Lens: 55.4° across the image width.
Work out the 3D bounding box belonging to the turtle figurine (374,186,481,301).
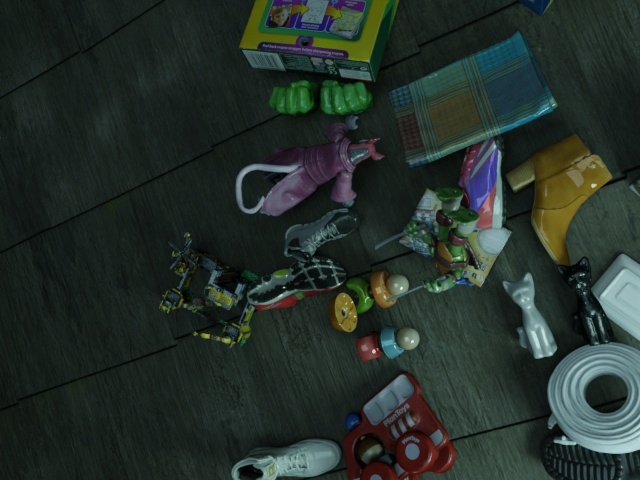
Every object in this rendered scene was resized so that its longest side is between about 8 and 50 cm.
[{"bbox_3d":[0.257,0.018,1.454,0.275,0.197,0.266,17,129,10],"label":"turtle figurine"}]

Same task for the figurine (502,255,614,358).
[{"bbox_3d":[0.559,0.157,1.453,0.215,0.092,0.209,-18,105,19],"label":"figurine"}]

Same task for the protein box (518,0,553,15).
[{"bbox_3d":[0.486,-0.672,1.438,0.201,0.200,0.136,41,103,14],"label":"protein box"}]

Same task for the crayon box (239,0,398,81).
[{"bbox_3d":[0.006,-0.598,1.611,0.363,0.106,0.313,12,75,18],"label":"crayon box"}]

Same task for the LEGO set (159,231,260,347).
[{"bbox_3d":[-0.328,0.156,1.734,0.331,0.192,0.255,35,101,15],"label":"LEGO set"}]

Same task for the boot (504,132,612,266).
[{"bbox_3d":[0.600,-0.094,1.460,0.211,0.104,0.295,-28,78,17],"label":"boot"}]

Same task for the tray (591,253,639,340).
[{"bbox_3d":[0.775,0.166,1.422,0.270,0.030,0.145,40,103,23],"label":"tray"}]

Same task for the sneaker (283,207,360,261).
[{"bbox_3d":[0.000,0.000,1.645,0.229,0.132,0.086,-20,121,25],"label":"sneaker"}]

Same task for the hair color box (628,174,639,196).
[{"bbox_3d":[0.864,-0.052,1.324,0.105,0.174,0.347,-43,77,1],"label":"hair color box"}]

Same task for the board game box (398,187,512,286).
[{"bbox_3d":[0.347,-0.010,1.580,0.243,0.042,0.165,30,100,16],"label":"board game box"}]

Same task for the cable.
[{"bbox_3d":[0.655,0.355,1.398,0.257,0.089,0.257,0,60,40],"label":"cable"}]

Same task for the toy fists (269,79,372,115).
[{"bbox_3d":[0.001,-0.382,1.631,0.279,0.142,0.096,4,107,18],"label":"toy fists"}]

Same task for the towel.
[{"bbox_3d":[0.362,-0.349,1.509,0.370,0.040,0.271,-21,54,18],"label":"towel"}]

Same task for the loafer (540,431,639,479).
[{"bbox_3d":[0.706,0.518,1.420,0.366,0.130,0.133,-9,71,36],"label":"loafer"}]

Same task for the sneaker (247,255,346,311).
[{"bbox_3d":[-0.066,0.126,1.690,0.279,0.118,0.107,-14,61,-5],"label":"sneaker"}]

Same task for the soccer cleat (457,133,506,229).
[{"bbox_3d":[0.395,-0.184,1.510,0.117,0.108,0.318,-2,83,13],"label":"soccer cleat"}]

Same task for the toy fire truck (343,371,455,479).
[{"bbox_3d":[0.185,0.529,1.599,0.302,0.169,0.254,-44,54,14],"label":"toy fire truck"}]

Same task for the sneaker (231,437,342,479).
[{"bbox_3d":[-0.097,0.624,1.677,0.293,0.169,0.108,-14,85,17],"label":"sneaker"}]

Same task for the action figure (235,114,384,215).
[{"bbox_3d":[-0.013,-0.211,1.593,0.370,0.276,0.248,-17,79,32],"label":"action figure"}]

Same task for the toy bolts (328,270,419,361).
[{"bbox_3d":[0.152,0.201,1.568,0.159,0.218,0.228,-18,92,32],"label":"toy bolts"}]
